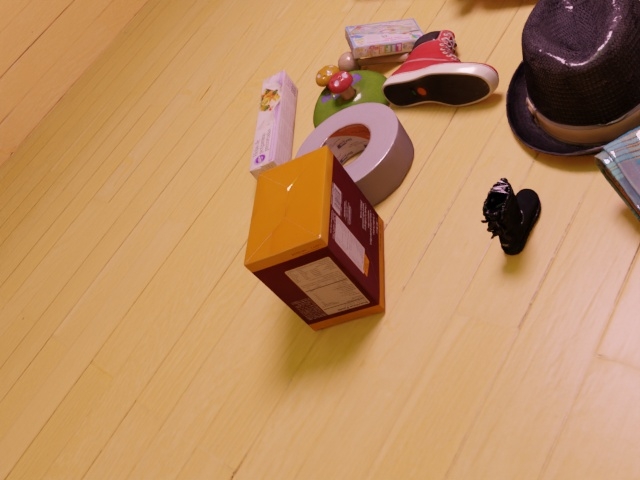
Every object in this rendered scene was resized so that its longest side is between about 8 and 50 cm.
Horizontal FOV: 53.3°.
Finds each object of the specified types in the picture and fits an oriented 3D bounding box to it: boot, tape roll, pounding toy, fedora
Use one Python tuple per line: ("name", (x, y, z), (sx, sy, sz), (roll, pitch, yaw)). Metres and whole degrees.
("boot", (0.247, -0.338, 1.193), (0.244, 0.088, 0.176), (11, 60, 48))
("tape roll", (0.058, -0.151, 1.177), (0.219, 0.072, 0.219), (-21, 44, 22))
("boot", (0.267, -0.049, 0.894), (0.045, 0.099, 0.121), (5, 57, 40))
("pounding toy", (0.055, -0.329, 1.317), (0.183, 0.110, 0.237), (4, 57, 41))
("fedora", (0.401, -0.288, 0.955), (0.334, 0.152, 0.334), (-25, 41, 24))

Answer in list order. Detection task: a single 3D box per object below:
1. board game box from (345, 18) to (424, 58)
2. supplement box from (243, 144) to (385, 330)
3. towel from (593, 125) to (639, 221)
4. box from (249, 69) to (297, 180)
("board game box", (0.137, -0.431, 1.357), (0.154, 0.026, 0.103), (-8, 42, -4))
("supplement box", (0.000, 0.000, 0.988), (0.129, 0.194, 0.191), (-19, 44, 25))
("towel", (0.543, -0.100, 0.714), (0.370, 0.040, 0.271), (-31, 54, 15))
("box", (-0.099, -0.251, 1.403), (0.063, 0.067, 0.324), (-21, 44, 24))
